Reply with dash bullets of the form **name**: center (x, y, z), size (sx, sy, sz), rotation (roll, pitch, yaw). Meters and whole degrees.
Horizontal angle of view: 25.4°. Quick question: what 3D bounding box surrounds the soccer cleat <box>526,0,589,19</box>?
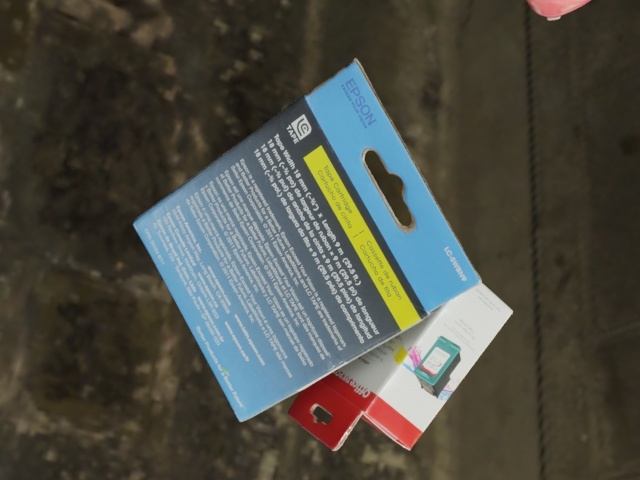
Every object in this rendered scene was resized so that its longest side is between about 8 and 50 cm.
- **soccer cleat**: center (0.317, -0.319, 1.476), size (0.248, 0.095, 0.083), rotation (-31, 69, -3)

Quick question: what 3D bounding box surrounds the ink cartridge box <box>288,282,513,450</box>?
- **ink cartridge box**: center (0.081, 0.130, 1.510), size (0.231, 0.078, 0.134), rotation (-52, 26, -6)

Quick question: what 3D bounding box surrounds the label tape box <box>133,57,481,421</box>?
- **label tape box**: center (0.000, 0.000, 1.400), size (0.334, 0.106, 0.240), rotation (-32, 84, 35)
